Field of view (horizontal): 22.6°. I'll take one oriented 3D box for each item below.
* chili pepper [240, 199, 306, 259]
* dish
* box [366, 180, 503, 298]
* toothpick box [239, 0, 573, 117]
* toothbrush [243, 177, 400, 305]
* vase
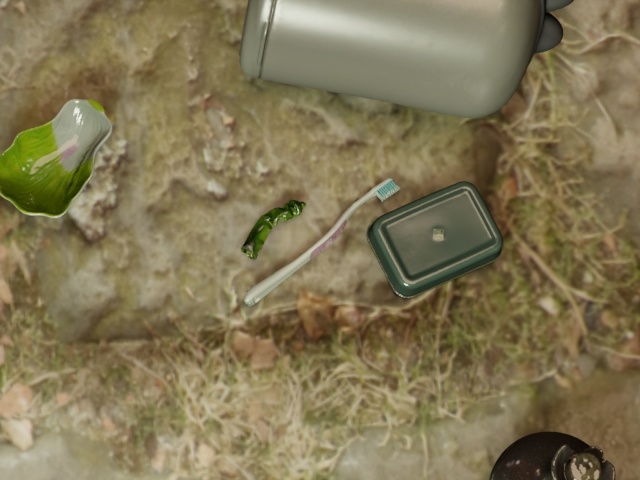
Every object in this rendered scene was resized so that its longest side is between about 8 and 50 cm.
[{"bbox_3d":[-0.049,-0.016,1.615,0.083,0.022,0.027,-44,48,-16],"label":"chili pepper"},{"bbox_3d":[-0.262,-0.079,1.605,0.091,0.039,0.137,33,71,11],"label":"dish"},{"bbox_3d":[0.117,-0.003,1.618,0.126,0.031,0.091,-22,76,-13],"label":"box"},{"bbox_3d":[0.090,-0.244,1.592,0.316,0.229,0.229,11,71,-2],"label":"toothpick box"},{"bbox_3d":[0.000,0.000,1.615,0.204,0.017,0.022,-38,60,-16],"label":"toothbrush"},{"bbox_3d":[0.222,0.226,1.474,0.120,0.183,0.120,2,71,-5],"label":"vase"}]
